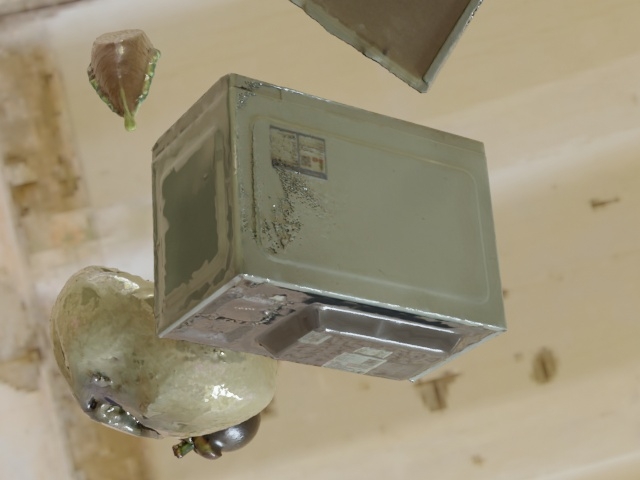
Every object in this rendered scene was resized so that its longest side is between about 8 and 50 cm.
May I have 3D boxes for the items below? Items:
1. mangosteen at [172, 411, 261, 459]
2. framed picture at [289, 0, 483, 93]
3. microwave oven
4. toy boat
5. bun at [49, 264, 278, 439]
[{"bbox_3d":[-0.163,0.267,2.293,0.137,0.151,0.137,39,-17,14],"label":"mangosteen"},{"bbox_3d":[0.016,-0.267,1.223,0.281,0.019,0.209,38,-50,5],"label":"framed picture"},{"bbox_3d":[0.000,0.000,1.466,0.181,0.295,0.237,-35,-129,48],"label":"microwave oven"},{"bbox_3d":[-0.274,-0.239,2.145,0.293,0.108,0.099,-110,-171,-68],"label":"toy boat"},{"bbox_3d":[-0.176,0.135,1.684,0.273,0.273,0.168,127,-14,-78],"label":"bun"}]
